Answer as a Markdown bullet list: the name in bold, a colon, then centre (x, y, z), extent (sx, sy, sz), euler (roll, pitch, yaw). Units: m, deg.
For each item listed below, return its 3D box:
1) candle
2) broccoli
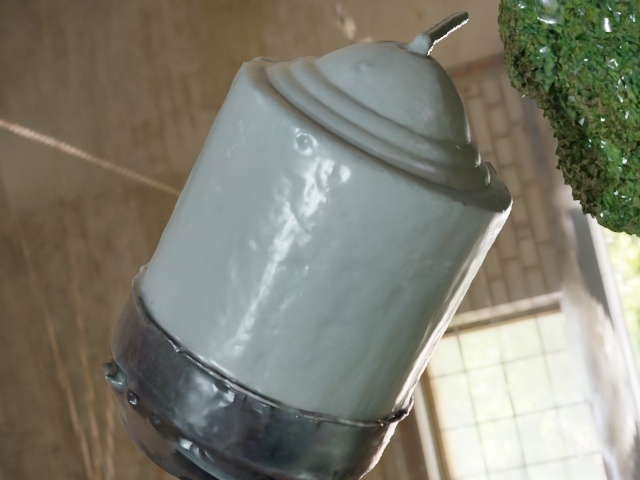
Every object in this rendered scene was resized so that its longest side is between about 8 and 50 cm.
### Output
- **candle**: centre (0.000, 0.000, 0.939), extent (0.343, 0.221, 0.221), euler (-65, -5, 19)
- **broccoli**: centre (0.310, -0.174, 0.983), extent (0.321, 0.413, 0.310), euler (27, -150, -19)
